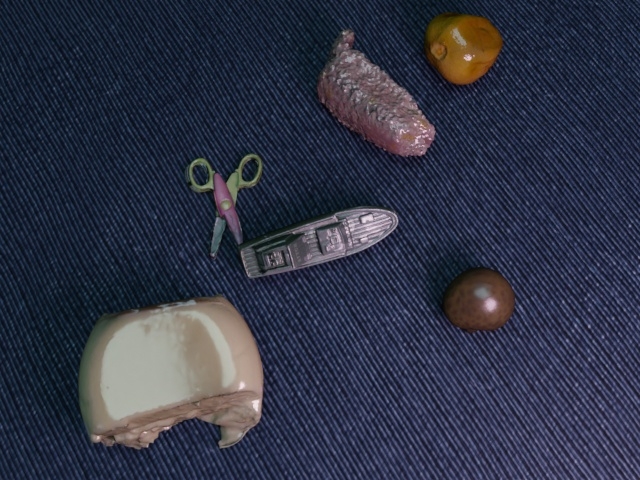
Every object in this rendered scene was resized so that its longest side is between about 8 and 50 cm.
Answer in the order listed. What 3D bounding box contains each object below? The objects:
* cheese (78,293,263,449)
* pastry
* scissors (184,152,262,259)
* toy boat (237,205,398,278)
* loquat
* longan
[{"bbox_3d":[-0.219,0.198,1.061,0.266,0.127,0.233,-12,74,0],"label":"cheese"},{"bbox_3d":[0.075,-0.239,1.212,0.112,0.103,0.265,-26,65,-25],"label":"pastry"},{"bbox_3d":[-0.159,-0.058,1.201,0.134,0.020,0.187,-6,69,3],"label":"scissors"},{"bbox_3d":[0.000,0.000,1.139,0.261,0.085,0.078,-16,108,-4],"label":"toy boat"},{"bbox_3d":[0.247,-0.337,1.239,0.137,0.113,0.137,5,51,-7],"label":"loquat"},{"bbox_3d":[0.241,0.095,1.101,0.113,0.092,0.113,-1,115,-3],"label":"longan"}]
